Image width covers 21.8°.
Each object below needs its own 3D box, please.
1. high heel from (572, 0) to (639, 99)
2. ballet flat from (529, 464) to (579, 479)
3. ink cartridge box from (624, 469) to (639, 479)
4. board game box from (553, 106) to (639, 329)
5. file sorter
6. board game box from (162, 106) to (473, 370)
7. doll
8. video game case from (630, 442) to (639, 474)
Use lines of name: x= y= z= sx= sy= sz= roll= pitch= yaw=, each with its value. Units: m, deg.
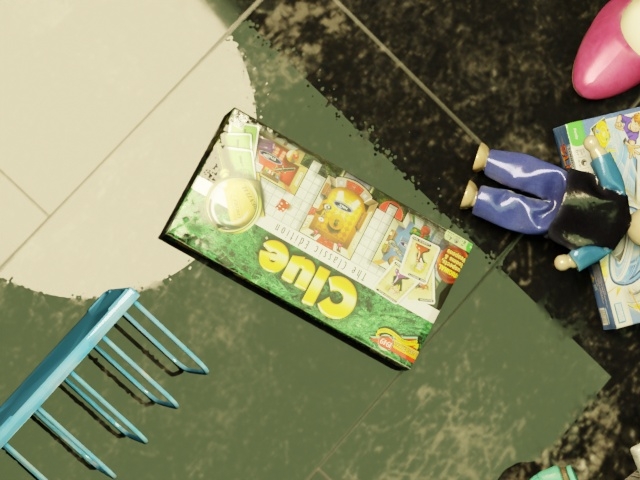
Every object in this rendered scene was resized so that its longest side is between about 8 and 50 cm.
high heel: x=0.344 y=-0.224 z=1.584 sx=0.244 sy=0.117 sz=0.082 roll=-37 pitch=95 yaw=-14
ballet flat: x=0.249 y=0.328 z=1.542 sx=0.087 sy=0.083 sz=0.247 roll=-29 pitch=93 yaw=10
ink cartridge box: x=0.397 y=0.294 z=1.591 sx=0.189 sy=0.066 sz=0.232 roll=-35 pitch=102 yaw=-15
board game box: x=0.314 y=-0.027 z=1.602 sx=0.136 sy=0.035 sz=0.201 roll=-14 pitch=89 yaw=-15
file sorter: x=-0.192 y=0.136 z=1.421 sx=0.104 sy=0.118 sz=0.170 roll=44 pitch=77 yaw=-11
board game box: x=0.000 y=0.000 z=1.526 sx=0.260 sy=0.030 sz=0.136 roll=29 pitch=81 yaw=-10
doll: x=0.231 y=-0.037 z=1.546 sx=0.189 sy=0.046 sz=0.129 roll=18 pitch=92 yaw=5
video game case: x=0.380 y=0.226 z=1.550 sx=0.157 sy=0.019 sz=0.143 roll=-24 pitch=96 yaw=-16
